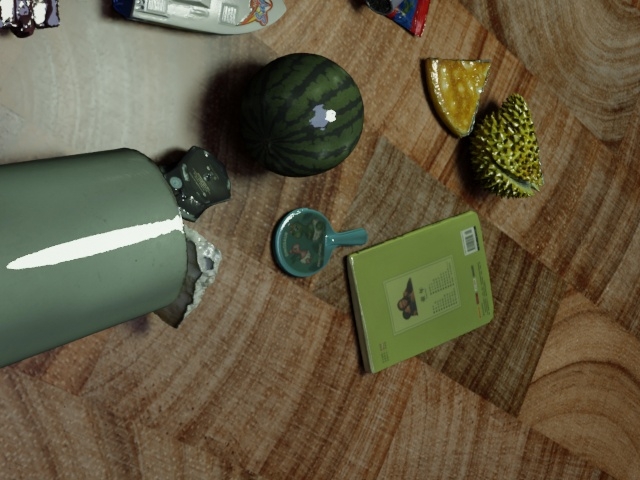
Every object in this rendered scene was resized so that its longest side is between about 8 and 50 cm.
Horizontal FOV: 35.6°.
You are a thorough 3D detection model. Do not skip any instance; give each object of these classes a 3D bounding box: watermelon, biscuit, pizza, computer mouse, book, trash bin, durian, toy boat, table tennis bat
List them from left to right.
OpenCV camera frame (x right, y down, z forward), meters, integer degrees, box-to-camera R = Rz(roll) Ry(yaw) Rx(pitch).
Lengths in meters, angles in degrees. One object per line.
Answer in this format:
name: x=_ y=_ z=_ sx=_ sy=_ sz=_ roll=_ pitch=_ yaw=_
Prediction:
trash bin: x=-0.420 y=0.030 z=1.324 sx=0.432 sy=0.280 sz=0.280 roll=-17 pitch=105 yaw=-40
biscuit: x=-0.236 y=0.023 z=1.518 sx=0.040 sy=0.188 sz=0.265 roll=-44 pitch=132 yaw=-50
computer mouse: x=-0.208 y=-0.086 z=1.584 sx=0.106 sy=0.062 sz=0.192 roll=58 pitch=28 yaw=-6
toy boat: x=-0.176 y=-0.394 z=1.585 sx=0.295 sy=0.088 sz=0.129 roll=3 pitch=93 yaw=-38
watermelon: x=-0.030 y=-0.207 z=1.647 sx=0.212 sy=0.212 sz=0.212 roll=-5 pitch=97 yaw=-38
table tennis bat: x=0.000 y=0.000 z=1.804 sx=0.201 sy=0.033 sz=0.124 roll=-6 pitch=100 yaw=-33
book: x=0.205 y=0.095 z=1.972 sx=0.352 sy=0.035 sz=0.239 roll=-18 pitch=104 yaw=-35
pizza: x=0.276 y=-0.318 z=1.985 sx=0.184 sy=0.036 sz=0.176 roll=50 pitch=64 yaw=-30
durian: x=0.366 y=-0.191 z=2.017 sx=0.237 sy=0.138 sz=0.193 roll=-81 pitch=157 yaw=-61

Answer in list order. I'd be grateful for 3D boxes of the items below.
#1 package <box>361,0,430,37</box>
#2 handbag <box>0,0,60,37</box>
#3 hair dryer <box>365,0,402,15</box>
package: x=0.128 y=-0.458 z=1.863 sx=0.200 sy=0.022 sz=0.083 roll=22 pitch=81 yaw=-36
handbag: x=-0.470 y=-0.385 z=1.365 sx=0.203 sy=0.074 sz=0.216 roll=-11 pitch=103 yaw=-37
hair dryer: x=0.105 y=-0.615 z=1.791 sx=0.361 sy=0.121 sz=0.301 roll=47 pitch=63 yaw=-19
